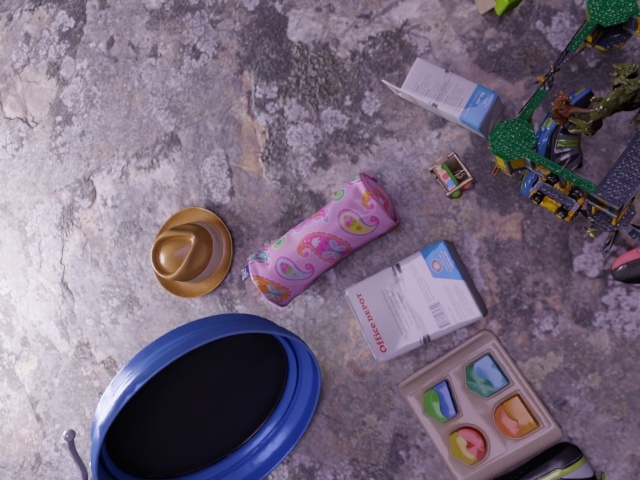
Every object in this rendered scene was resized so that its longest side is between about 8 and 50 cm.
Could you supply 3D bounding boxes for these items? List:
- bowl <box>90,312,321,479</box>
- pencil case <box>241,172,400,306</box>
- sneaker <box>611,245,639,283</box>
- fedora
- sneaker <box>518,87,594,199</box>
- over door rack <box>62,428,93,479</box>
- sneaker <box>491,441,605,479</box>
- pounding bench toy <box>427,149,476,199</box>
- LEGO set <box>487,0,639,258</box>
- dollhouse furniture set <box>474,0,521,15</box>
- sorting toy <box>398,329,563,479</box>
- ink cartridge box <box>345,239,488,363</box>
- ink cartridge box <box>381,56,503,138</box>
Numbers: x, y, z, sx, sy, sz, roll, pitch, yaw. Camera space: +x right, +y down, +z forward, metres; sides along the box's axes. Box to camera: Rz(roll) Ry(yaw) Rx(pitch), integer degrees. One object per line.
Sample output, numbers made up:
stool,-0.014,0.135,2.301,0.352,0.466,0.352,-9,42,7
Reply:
bowl,-0.182,0.288,0.975,0.077,0.391,0.391,41,105,44
pencil case,0.000,0.000,1.035,0.284,0.124,0.124,-35,77,19
sneaker,0.545,-0.051,0.840,0.314,0.116,0.136,-34,63,14
fedora,-0.270,0.024,1.162,0.195,0.079,0.194,0,89,21
sneaker,0.377,-0.147,0.924,0.078,0.067,0.188,22,96,-1
over door rack,-0.343,0.324,1.104,0.108,0.239,0.324,41,104,12
sneaker,0.328,0.409,0.917,0.235,0.084,0.097,-38,77,17
pounding bench toy,0.216,-0.105,0.968,0.052,0.083,0.065,-36,76,17
LEGO set,0.404,-0.159,0.828,0.255,0.192,0.331,29,89,27
dollhouse furniture set,0.367,-0.504,0.925,0.302,0.151,0.197,-27,101,2
sorting toy,0.256,0.281,0.971,0.193,0.038,0.208,-38,77,17
ink cartridge box,0.159,0.102,0.989,0.191,0.082,0.139,-29,79,20
ink cartridge box,0.200,-0.239,0.965,0.180,0.104,0.060,32,101,19
